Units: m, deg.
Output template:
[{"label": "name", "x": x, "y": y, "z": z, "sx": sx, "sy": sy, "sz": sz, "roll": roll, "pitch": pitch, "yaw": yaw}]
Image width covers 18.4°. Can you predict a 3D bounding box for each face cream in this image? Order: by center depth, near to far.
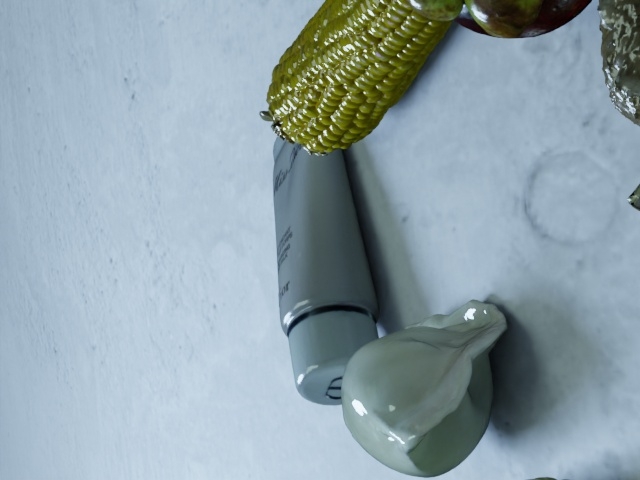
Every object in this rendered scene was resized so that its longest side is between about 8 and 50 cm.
[{"label": "face cream", "x": 0.000, "y": 0.000, "z": 1.821, "sx": 0.143, "sy": 0.089, "sz": 0.314, "roll": 118, "pitch": 151, "yaw": -51}]

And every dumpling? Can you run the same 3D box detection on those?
[{"label": "dumpling", "x": 0.086, "y": 0.113, "z": 1.597, "sx": 0.151, "sy": 0.124, "sz": 0.229, "roll": -59, "pitch": 11, "yaw": -11}]

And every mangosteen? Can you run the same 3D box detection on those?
[{"label": "mangosteen", "x": 0.117, "y": -0.217, "z": 1.363, "sx": 0.156, "sy": 0.181, "sz": 0.146, "roll": 25, "pitch": 101, "yaw": 44}]

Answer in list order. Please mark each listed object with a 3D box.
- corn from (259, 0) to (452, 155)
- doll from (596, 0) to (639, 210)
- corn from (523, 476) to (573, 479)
[{"label": "corn", "x": 0.045, "y": -0.171, "z": 1.646, "sx": 0.305, "sy": 0.106, "sz": 0.106, "roll": -47, "pitch": 52, "yaw": 54}, {"label": "doll", "x": 0.225, "y": -0.125, "z": 1.221, "sx": 0.115, "sy": 0.105, "sz": 0.221, "roll": 18, "pitch": -117, "yaw": -75}, {"label": "corn", "x": 0.137, "y": 0.274, "z": 1.513, "sx": 0.123, "sy": 0.122, "sz": 0.305, "roll": 50, "pitch": 151, "yaw": 8}]
